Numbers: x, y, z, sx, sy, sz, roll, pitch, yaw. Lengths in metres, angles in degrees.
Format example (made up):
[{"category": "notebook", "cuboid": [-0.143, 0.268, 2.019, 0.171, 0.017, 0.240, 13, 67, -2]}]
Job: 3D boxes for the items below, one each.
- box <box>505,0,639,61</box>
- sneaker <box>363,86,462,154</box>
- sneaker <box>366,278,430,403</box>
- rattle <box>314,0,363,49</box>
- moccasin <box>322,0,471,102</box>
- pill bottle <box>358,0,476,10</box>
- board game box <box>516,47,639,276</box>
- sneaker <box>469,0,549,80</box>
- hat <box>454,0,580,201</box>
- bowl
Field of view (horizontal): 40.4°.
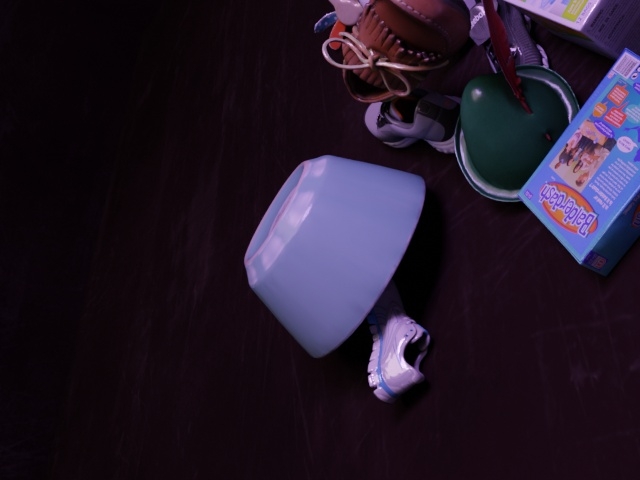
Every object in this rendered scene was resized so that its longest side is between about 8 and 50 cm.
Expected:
[{"category": "box", "cuboid": [0.330, -0.303, 1.067, 0.114, 0.103, 0.203, -59, 28, 15]}, {"category": "sneaker", "cuboid": [0.133, -0.201, 1.346, 0.271, 0.108, 0.100, 21, 89, 65]}, {"category": "sneaker", "cuboid": [0.112, 0.125, 1.186, 0.083, 0.071, 0.190, -30, 45, 31]}, {"category": "rattle", "cuboid": [0.067, -0.504, 1.754, 0.199, 0.130, 0.143, 102, 180, -45]}, {"category": "moccasin", "cuboid": [0.089, -0.252, 1.130, 0.147, 0.139, 0.380, -53, 9, -4]}, {"category": "pill bottle", "cuboid": [0.139, -0.466, 1.428, 0.210, 0.210, 0.363, -55, 29, 23]}, {"category": "board game box", "cuboid": [0.327, -0.089, 0.963, 0.210, 0.047, 0.160, -56, 30, 20]}, {"category": "sneaker", "cuboid": [0.247, -0.276, 1.194, 0.078, 0.106, 0.234, -41, 36, 43]}, {"category": "hat", "cuboid": [0.196, -0.165, 1.045, 0.173, 0.183, 0.208, -26, 65, 30]}, {"category": "bowl", "cuboid": [0.000, 0.000, 1.276, 0.311, 0.163, 0.311, -57, 11, 18]}]
